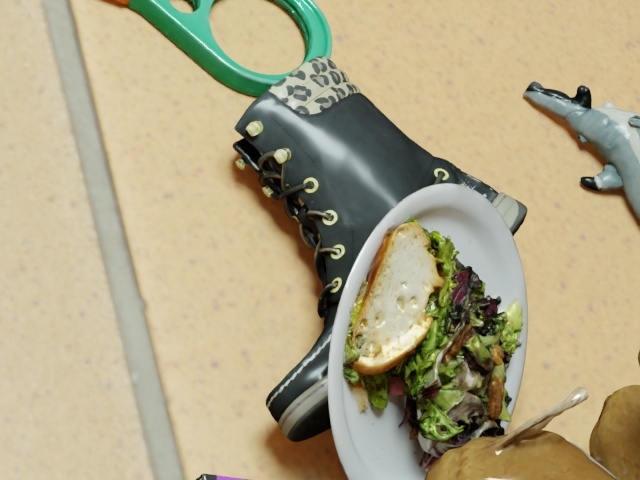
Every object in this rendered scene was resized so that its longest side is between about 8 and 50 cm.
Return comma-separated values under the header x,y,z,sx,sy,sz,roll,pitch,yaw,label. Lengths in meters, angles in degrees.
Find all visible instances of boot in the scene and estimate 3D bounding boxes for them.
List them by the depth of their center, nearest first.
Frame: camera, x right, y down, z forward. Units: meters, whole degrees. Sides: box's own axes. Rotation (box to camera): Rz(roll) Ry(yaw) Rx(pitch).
x,y,z,sx,sy,sz,roll,pitch,yaw,label
0.000,0.000,1.198,0.178,0.085,0.236,42,55,8,boot

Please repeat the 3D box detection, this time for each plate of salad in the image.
x,y,z,sx,sy,sz,roll,pitch,yaw,label
0.074,0.067,1.119,0.200,0.048,0.200,-11,104,-51,plate of salad

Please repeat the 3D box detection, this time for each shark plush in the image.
x,y,z,sx,sy,sz,roll,pitch,yaw,label
0.210,-0.057,1.339,0.161,0.073,0.067,41,85,-4,shark plush

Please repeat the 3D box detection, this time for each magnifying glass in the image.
x,y,z,sx,sy,sz,roll,pitch,yaw,label
-0.100,-0.161,1.274,0.231,0.026,0.092,19,57,-13,magnifying glass

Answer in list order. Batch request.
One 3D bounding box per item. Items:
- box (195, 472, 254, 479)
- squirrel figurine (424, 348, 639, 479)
x,y,z,sx,sy,sz,roll,pitch,yaw,label
0.003,0.202,1.114,0.162,0.029,0.116,11,59,-21,box
0.239,0.233,1.051,0.370,0.281,0.397,-8,69,-28,squirrel figurine
